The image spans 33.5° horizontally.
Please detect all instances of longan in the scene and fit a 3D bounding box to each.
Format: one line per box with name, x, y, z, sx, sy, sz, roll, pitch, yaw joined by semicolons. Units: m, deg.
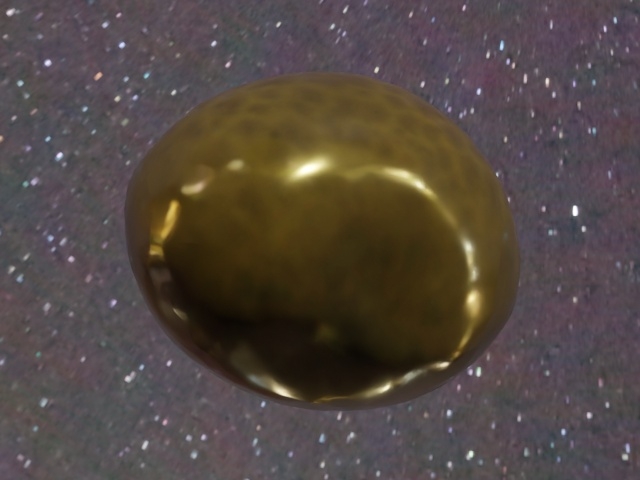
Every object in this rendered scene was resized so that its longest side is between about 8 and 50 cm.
longan;0.000;0.000;0.578;0.212;0.198;0.198;-6;-58;-20
